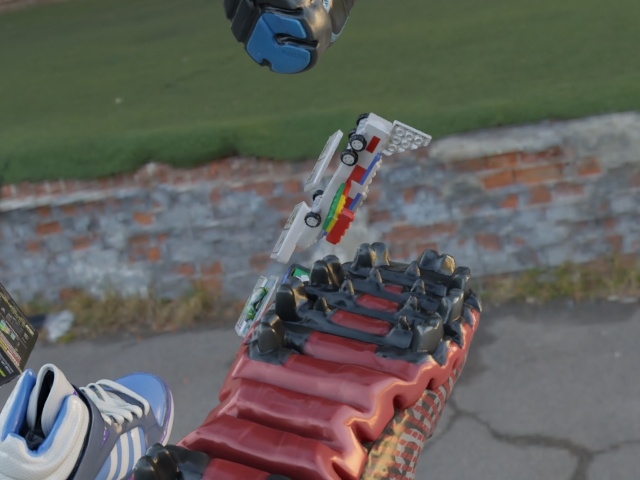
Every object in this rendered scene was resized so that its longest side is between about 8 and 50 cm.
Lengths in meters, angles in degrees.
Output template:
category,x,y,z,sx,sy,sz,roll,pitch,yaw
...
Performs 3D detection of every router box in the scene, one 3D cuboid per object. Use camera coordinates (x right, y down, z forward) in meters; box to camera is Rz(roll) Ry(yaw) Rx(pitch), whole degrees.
category,x,y,z,sx,sy,sz,roll,pitch,yaw
router box,-0.338,0.077,1.187,0.038,0.122,0.092,-30,18,8

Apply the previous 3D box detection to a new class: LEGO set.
category,x,y,z,sx,sy,sz,roll,pitch,yaw
LEGO set,0.000,0.000,0.878,0.060,0.182,0.244,27,-4,-5

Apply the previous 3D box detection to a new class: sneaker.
category,x,y,z,sx,sy,sz,roll,pitch,yaw
sneaker,-0.289,0.219,1.485,0.130,0.236,0.323,22,44,18
sneaker,-0.002,0.107,0.547,0.097,0.135,0.276,13,36,23
sneaker,-0.087,-0.339,1.225,0.125,0.341,0.140,-15,25,41
